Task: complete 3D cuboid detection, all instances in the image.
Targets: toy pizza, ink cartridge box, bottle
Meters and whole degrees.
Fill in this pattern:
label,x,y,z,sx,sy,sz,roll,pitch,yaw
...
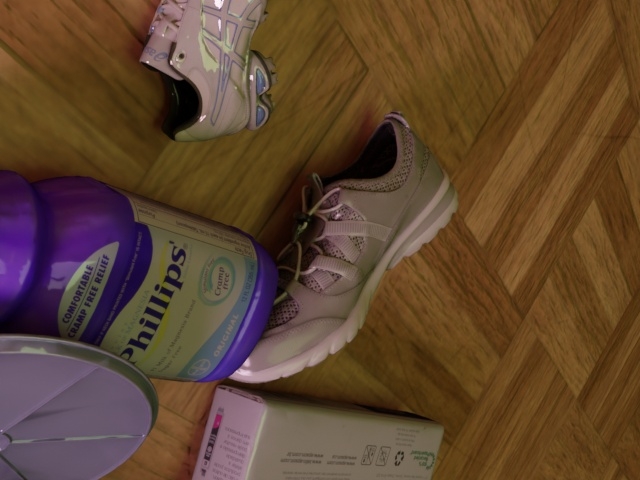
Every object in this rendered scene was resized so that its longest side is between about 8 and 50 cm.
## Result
label,x,y,z,sx,sy,sz,roll,pitch,yaw
toy pizza,-0.197,0.106,0.502,0.201,0.032,0.201,-12,143,-9
ink cartridge box,-0.018,0.318,0.822,0.324,0.071,0.330,23,82,-52
bottle,-0.147,0.020,0.533,0.283,0.092,0.118,22,94,-52

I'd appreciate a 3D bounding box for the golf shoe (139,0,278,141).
label,x,y,z,sx,sy,sz,roll,pitch,yaw
golf shoe,-0.079,-0.143,0.555,0.086,0.069,0.176,-28,128,-31

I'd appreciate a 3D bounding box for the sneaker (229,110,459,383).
label,x,y,z,sx,sy,sz,roll,pitch,yaw
sneaker,0.000,0.000,0.716,0.281,0.105,0.115,-47,122,-31
